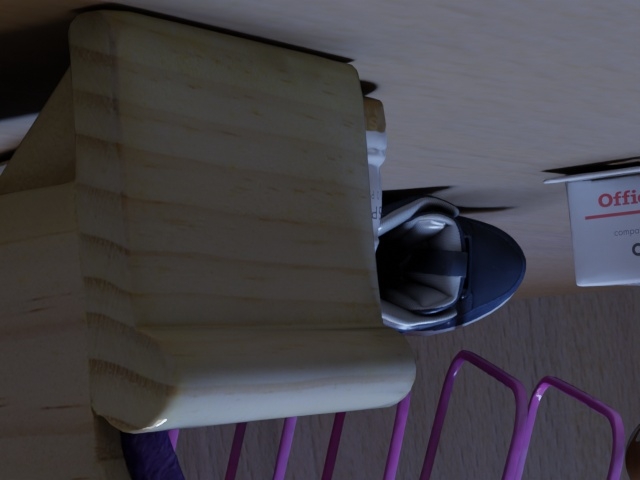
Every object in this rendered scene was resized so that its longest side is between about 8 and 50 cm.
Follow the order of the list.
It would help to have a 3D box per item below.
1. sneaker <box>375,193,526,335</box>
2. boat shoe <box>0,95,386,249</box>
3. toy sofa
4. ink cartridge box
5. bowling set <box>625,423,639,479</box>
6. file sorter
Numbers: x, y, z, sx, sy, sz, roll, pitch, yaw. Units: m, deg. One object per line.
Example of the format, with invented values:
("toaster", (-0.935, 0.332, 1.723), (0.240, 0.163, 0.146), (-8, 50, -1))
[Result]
("sneaker", (0.073, 0.018, 1.115), (0.226, 0.086, 0.163), (-1, 177, -32))
("boat shoe", (-0.070, 0.007, 0.728), (0.098, 0.096, 0.277), (-3, 175, -32))
("toy sofa", (-0.161, 0.044, 0.603), (0.362, 0.177, 0.150), (-8, 174, 29))
("ink cartridge box", (0.222, -0.009, 1.046), (0.115, 0.067, 0.198), (-8, 174, 31))
("bowling set", (0.263, 0.062, 0.951), (0.199, 0.154, 0.287), (-3, 162, 7))
("file sorter", (0.023, 0.153, 1.129), (0.290, 0.182, 0.202), (12, -177, -10))
